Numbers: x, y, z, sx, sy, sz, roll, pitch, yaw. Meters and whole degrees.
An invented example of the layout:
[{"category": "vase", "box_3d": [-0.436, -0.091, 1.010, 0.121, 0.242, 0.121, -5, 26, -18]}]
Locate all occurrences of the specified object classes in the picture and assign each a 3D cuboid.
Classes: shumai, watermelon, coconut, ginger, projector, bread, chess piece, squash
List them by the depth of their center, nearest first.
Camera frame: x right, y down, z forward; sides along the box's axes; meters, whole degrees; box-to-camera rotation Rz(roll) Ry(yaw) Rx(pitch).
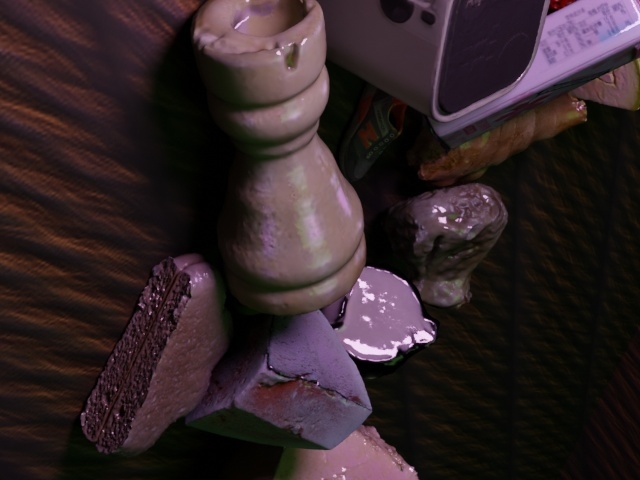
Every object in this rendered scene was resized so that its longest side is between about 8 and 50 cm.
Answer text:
[{"category": "chess piece", "box_3d": [-0.057, -0.121, 1.464, 0.234, 0.234, 0.442, -37, 142, -26]}, {"category": "projector", "box_3d": [0.154, -0.342, 1.496, 0.248, 0.249, 0.249, -29, 141, -37]}, {"category": "bread", "box_3d": [-0.230, 0.178, 1.632, 0.183, 0.102, 0.337, 11, 109, -60]}, {"category": "watermelon", "box_3d": [-0.103, 0.207, 1.691, 0.289, 0.320, 0.213, -26, 169, 5]}, {"category": "shumai", "box_3d": [0.232, 0.012, 1.911, 0.225, 0.222, 0.261, -12, 174, -1]}, {"category": "ginger", "box_3d": [0.322, -0.174, 1.956, 0.375, 0.166, 0.236, 3, 119, -30]}, {"category": "coconut", "box_3d": [-0.028, 0.526, 1.992, 0.404, 0.404, 0.405, -34, 144, -30]}, {"category": "squash", "box_3d": [0.610, -0.427, 2.063, 0.309, 0.233, 0.210, -37, 127, -27]}]

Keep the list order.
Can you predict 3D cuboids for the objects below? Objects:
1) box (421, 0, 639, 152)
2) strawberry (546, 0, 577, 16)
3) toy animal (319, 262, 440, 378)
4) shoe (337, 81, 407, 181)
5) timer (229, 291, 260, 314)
[{"category": "box", "box_3d": [0.325, -0.269, 1.678, 0.369, 0.112, 0.190, -24, 170, 11]}, {"category": "strawberry", "box_3d": [0.419, -0.477, 1.791, 0.261, 0.257, 0.261, -4, 95, -51]}, {"category": "toy animal", "box_3d": [0.071, 0.142, 1.905, 0.212, 0.212, 0.267, -44, -176, -17]}, {"category": "shoe", "box_3d": [0.091, -0.175, 1.739, 0.074, 0.077, 0.194, -10, 128, -50]}, {"category": "timer", "box_3d": [-0.078, 0.051, 1.663, 0.047, 0.128, 0.140, 57, 31, -35]}]
